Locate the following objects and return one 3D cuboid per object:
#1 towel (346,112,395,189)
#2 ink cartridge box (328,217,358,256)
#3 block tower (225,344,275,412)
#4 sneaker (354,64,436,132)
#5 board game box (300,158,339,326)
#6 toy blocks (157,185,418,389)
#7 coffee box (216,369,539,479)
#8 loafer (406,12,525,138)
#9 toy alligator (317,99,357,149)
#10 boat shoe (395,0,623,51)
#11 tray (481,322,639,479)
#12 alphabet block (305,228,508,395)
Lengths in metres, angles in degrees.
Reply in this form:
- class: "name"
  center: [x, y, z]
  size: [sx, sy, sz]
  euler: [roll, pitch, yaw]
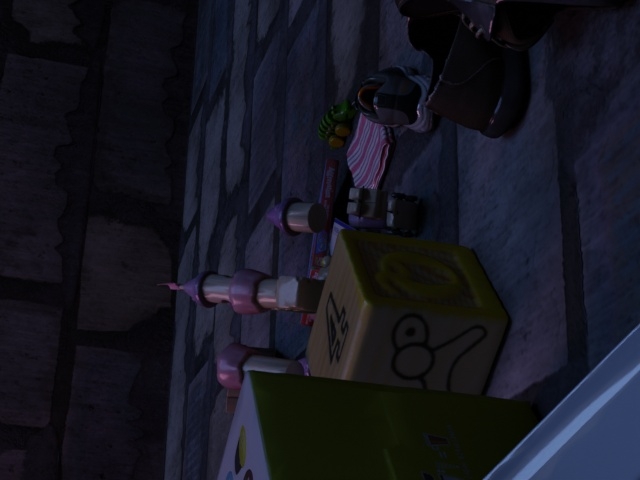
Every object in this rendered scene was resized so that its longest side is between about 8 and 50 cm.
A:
- class: "towel"
  center: [0.080, -0.159, 2.117]
  size: [0.197, 0.029, 0.144]
  euler: [-102, 26, -53]
- class: "ink cartridge box"
  center: [0.037, 0.158, 2.040]
  size: [0.176, 0.069, 0.371]
  euler: [-146, 63, -75]
- class: "block tower"
  center: [-0.136, 0.272, 2.461]
  size: [0.335, 0.097, 0.091]
  euler: [-146, 62, -85]
- class: "sneaker"
  center: [0.099, -0.227, 1.932]
  size: [0.271, 0.108, 0.100]
  euler: [-147, 64, -75]
- class: "board game box"
  center: [0.000, 0.000, 2.203]
  size: [0.145, 0.027, 0.281]
  euler: [99, 179, -46]
- class: "toy blocks"
  center: [-0.047, 0.067, 1.833]
  size: [0.260, 0.289, 0.309]
  euler: [4, 86, 41]
- class: "coffee box"
  center: [0.066, 0.373, 1.284]
  size: [0.337, 0.338, 0.334]
  euler: [-108, 30, -58]
- class: "loafer"
  center: [0.181, -0.304, 1.615]
  size: [0.134, 0.130, 0.366]
  euler: [117, 156, -51]
- class: "toy alligator"
  center: [0.032, -0.228, 2.285]
  size: [0.189, 0.051, 0.056]
  euler: [121, 153, -55]
- class: "boat shoe"
  center: [0.203, -0.285, 1.407]
  size: [0.355, 0.132, 0.130]
  euler: [-4, 86, 58]
- class: "tray"
  center: [0.254, 0.187, 1.112]
  size: [0.270, 0.030, 0.145]
  euler: [-49, 26, 19]
- class: "alphabet block"
  center: [0.102, 0.123, 1.575]
  size: [0.193, 0.192, 0.197]
  euler: [-112, 34, -59]
